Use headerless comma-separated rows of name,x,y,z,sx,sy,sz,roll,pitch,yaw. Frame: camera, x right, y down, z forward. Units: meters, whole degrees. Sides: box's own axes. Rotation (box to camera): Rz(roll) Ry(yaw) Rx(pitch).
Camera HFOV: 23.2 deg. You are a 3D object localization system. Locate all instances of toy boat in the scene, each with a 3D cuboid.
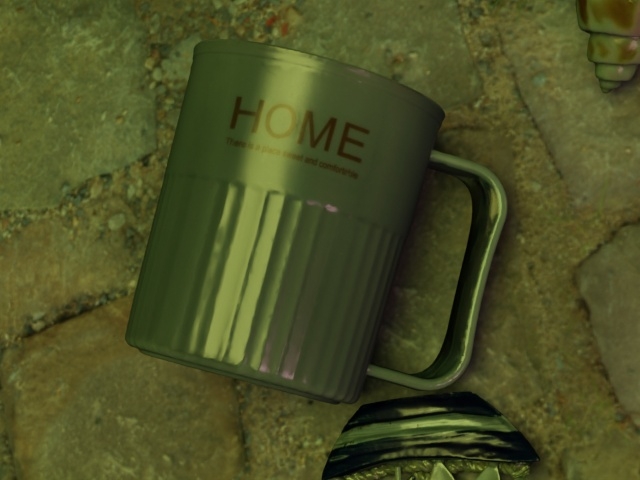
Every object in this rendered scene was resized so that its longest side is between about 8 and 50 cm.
toy boat,0.088,0.282,1.532,0.210,0.070,0.291,17,87,26

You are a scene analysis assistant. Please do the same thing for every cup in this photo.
cup,-0.013,-0.002,1.568,0.257,0.331,0.311,7,80,57

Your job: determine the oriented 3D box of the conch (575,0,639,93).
conch,0.335,-0.338,1.517,0.368,0.197,0.249,-51,27,8
